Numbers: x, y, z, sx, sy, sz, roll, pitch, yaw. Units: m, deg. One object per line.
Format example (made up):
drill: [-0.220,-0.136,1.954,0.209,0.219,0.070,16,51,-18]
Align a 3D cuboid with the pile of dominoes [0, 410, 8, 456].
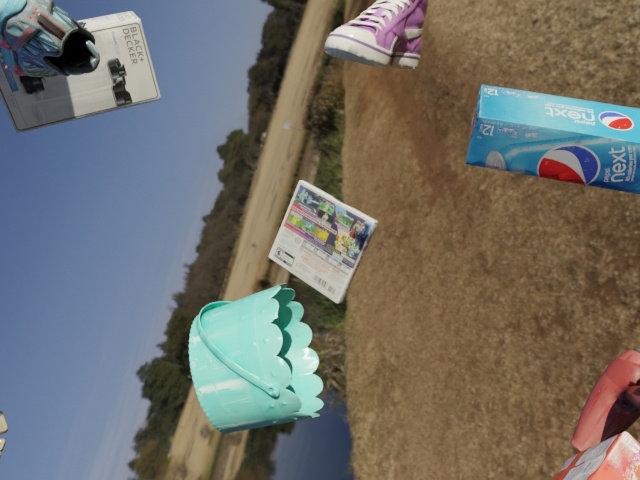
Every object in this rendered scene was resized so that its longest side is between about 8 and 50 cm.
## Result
pile of dominoes: [-0.682,0.372,0.969,0.196,0.251,0.040,-116,35,-63]

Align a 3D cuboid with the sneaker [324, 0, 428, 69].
sneaker: [0.099,-0.370,0.926,0.282,0.102,0.161,-30,-44,-59]

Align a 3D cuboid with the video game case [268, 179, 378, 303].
video game case: [0.000,0.000,1.143,0.023,0.201,0.183,2,-65,-56]

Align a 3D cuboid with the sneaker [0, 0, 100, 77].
sneaker: [-0.371,-0.261,0.780,0.104,0.125,0.262,-60,13,-2]

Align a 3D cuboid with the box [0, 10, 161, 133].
box: [-0.483,-0.337,1.114,0.087,0.290,0.169,47,149,50]

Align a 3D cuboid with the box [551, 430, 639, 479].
box: [0.330,0.374,0.690,0.257,0.122,0.128,-30,-22,-35]

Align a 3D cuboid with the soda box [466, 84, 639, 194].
soda box: [0.274,-0.111,0.622,0.067,0.210,0.071,92,-168,-46]

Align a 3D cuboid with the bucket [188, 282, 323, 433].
bucket: [-0.120,0.230,1.088,0.281,0.183,0.281,-16,-90,-83]

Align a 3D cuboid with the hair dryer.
hair dryer: [0.462,0.223,0.845,0.223,0.080,0.293,-24,-38,-40]
